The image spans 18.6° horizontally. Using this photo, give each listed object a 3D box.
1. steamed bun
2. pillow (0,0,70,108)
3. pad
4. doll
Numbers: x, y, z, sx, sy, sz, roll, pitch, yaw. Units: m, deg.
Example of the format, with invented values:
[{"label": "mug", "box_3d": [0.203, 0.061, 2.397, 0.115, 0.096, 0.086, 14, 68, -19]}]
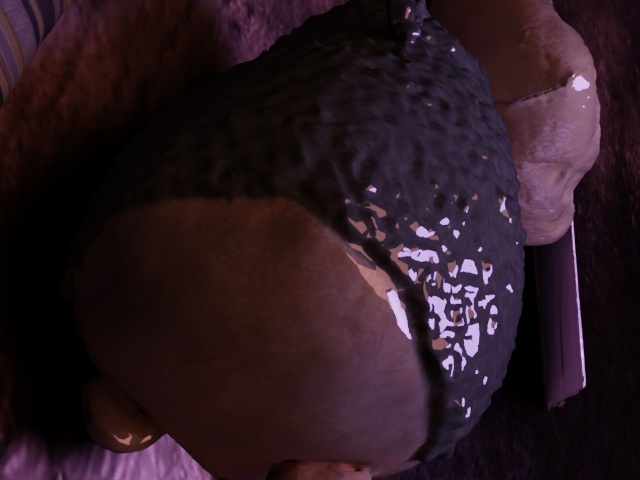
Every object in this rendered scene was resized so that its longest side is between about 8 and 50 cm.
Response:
[{"label": "steamed bun", "box_3d": [0.127, -0.085, 1.428, 0.231, 0.110, 0.212, -109, -169, -63]}, {"label": "pillow", "box_3d": [-0.201, -0.139, 0.920, 0.208, 0.052, 0.212, 63, 34, -35]}, {"label": "pad", "box_3d": [0.183, 0.013, 1.528, 0.156, 0.004, 0.232, 110, -23, -77]}, {"label": "doll", "box_3d": [0.000, 0.000, 1.083, 0.247, 0.247, 0.349, 65, 26, -26]}]
